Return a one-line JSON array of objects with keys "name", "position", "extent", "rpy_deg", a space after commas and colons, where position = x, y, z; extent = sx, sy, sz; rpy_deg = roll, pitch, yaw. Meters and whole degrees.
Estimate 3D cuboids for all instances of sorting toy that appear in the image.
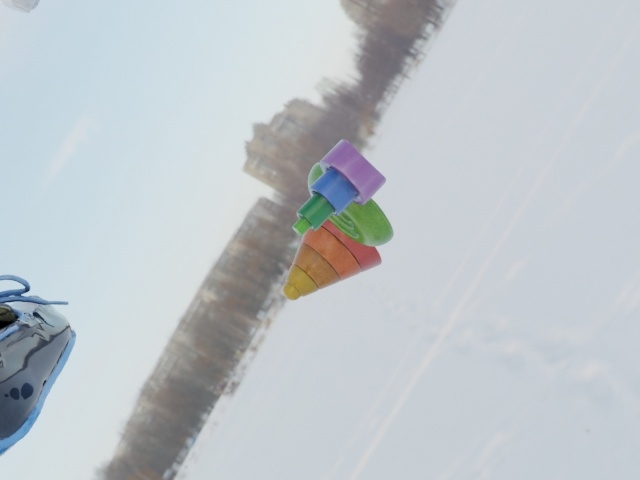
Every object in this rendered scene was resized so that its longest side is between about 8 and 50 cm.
[{"name": "sorting toy", "position": [0.000, 0.000, 1.040], "extent": [0.126, 0.127, 0.365], "rpy_deg": [-46, -9, -11]}]

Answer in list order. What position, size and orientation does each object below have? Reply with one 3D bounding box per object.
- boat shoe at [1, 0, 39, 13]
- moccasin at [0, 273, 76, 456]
[{"name": "boat shoe", "position": [-0.244, -0.354, 0.749], "extent": [0.302, 0.094, 0.109], "rpy_deg": [-69, 25, 11]}, {"name": "moccasin", "position": [-0.320, 0.101, 0.852], "extent": [0.137, 0.117, 0.342], "rpy_deg": [-37, 16, -6]}]
